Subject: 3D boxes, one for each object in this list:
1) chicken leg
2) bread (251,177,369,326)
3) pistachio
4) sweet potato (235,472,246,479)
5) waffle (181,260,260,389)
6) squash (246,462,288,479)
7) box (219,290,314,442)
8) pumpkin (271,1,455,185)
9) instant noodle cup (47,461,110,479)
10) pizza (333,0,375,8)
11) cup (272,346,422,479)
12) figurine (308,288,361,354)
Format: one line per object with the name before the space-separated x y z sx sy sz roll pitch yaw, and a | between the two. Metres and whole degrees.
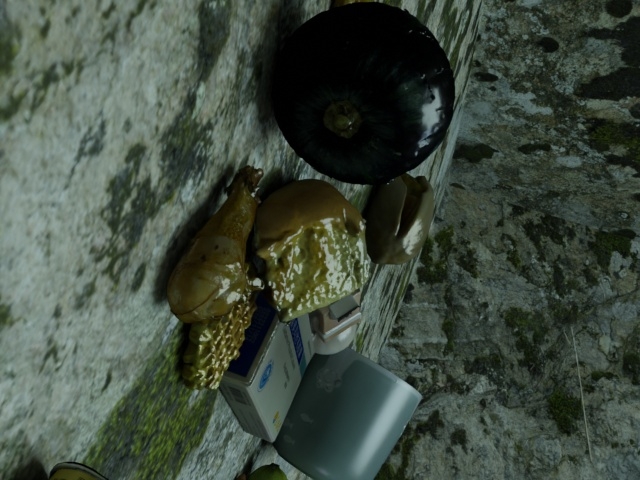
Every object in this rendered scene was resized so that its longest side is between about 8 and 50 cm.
chicken leg | -0.106 0.006 0.789 0.101 0.085 0.207 44 51 -37
bread | 0.005 0.001 1.000 0.251 0.133 0.174 -49 130 -62
pistachio | 0.201 -0.057 1.787 0.197 0.166 0.287 -49 -164 56
sweet potato | -0.184 0.580 1.300 0.078 0.058 0.255 155 -49 -86
waffle | -0.132 0.112 0.917 0.191 0.038 0.191 18 90 -78
squash | -0.117 0.547 1.392 0.123 0.123 0.186 2 107 -76
box | -0.085 0.207 1.173 0.343 0.065 0.200 84 28 -60
pumpkin | 0.053 -0.181 0.849 0.163 0.233 0.233 -47 152 -49
instant noodle cup | -0.224 0.285 0.584 0.122 0.152 0.151 -38 146 -47
pizza | 0.057 -0.358 1.036 0.134 0.046 0.174 -43 149 -63
cup | 0.028 0.399 1.567 0.274 0.259 0.357 -58 -161 -13
figurine | 0.009 0.150 1.386 0.163 0.141 0.236 -34 154 -21
